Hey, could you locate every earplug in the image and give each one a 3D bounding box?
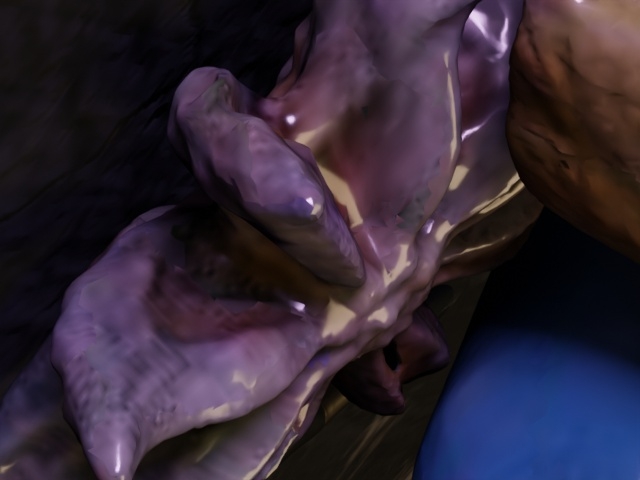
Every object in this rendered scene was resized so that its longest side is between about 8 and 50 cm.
[{"bbox_3d":[0.099,0.030,0.490,0.132,0.132,0.273,-58,177,29],"label":"earplug"}]

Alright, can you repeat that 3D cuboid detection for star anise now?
[{"bbox_3d":[0.000,0.000,0.394,0.204,0.061,0.181,-57,159,17],"label":"star anise"}]

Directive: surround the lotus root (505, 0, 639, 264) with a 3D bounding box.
[{"bbox_3d":[0.122,-0.106,0.352,0.260,0.074,0.170,-64,156,-8],"label":"lotus root"}]

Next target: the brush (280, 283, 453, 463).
[{"bbox_3d":[-0.013,0.061,0.592,0.193,0.016,0.063,-33,158,-44],"label":"brush"}]
